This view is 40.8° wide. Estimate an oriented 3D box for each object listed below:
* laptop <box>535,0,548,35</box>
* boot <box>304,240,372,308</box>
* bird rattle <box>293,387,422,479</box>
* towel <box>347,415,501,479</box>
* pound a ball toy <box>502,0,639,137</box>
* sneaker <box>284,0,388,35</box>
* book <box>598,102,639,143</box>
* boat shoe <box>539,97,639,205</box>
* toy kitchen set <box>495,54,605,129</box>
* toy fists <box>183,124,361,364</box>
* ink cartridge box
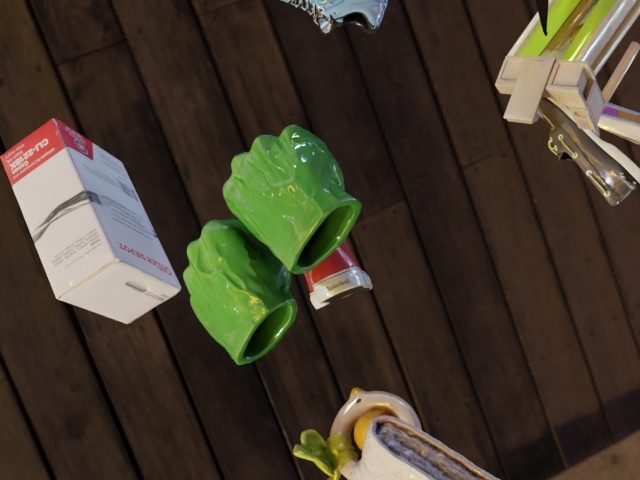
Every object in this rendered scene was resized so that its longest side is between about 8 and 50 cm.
[{"bbox_3d":[0.357,-0.529,1.127,0.236,0.408,0.382,-8,84,-42],"label":"laptop"},{"bbox_3d":[0.000,0.000,1.189,0.088,0.244,0.176,-23,81,-2],"label":"boot"},{"bbox_3d":[0.089,0.357,1.460,0.143,0.253,0.207,41,67,-48],"label":"bird rattle"},{"bbox_3d":[0.150,0.285,0.807,0.282,0.187,0.049,31,54,14],"label":"towel"},{"bbox_3d":[0.477,-0.332,1.502,0.319,0.208,0.136,-56,150,5],"label":"pound a ball toy"},{"bbox_3d":[0.002,-0.275,0.988,0.162,0.063,0.073,7,86,-12],"label":"sneaker"},{"bbox_3d":[0.588,-0.240,1.692,0.096,0.144,0.035,22,117,10],"label":"book"},{"bbox_3d":[0.393,-0.147,1.322,0.068,0.228,0.081,-49,147,15],"label":"boat shoe"},{"bbox_3d":[0.217,-0.129,0.833,0.075,0.083,0.068,39,70,-51],"label":"toy kitchen set"},{"bbox_3d":[-0.062,0.001,0.956,0.096,0.142,0.279,-14,144,-47],"label":"toy fists"},{"bbox_3d":[-0.352,-0.024,1.332,0.114,0.197,0.273,-34,65,7],"label":"ink cartridge box"}]
